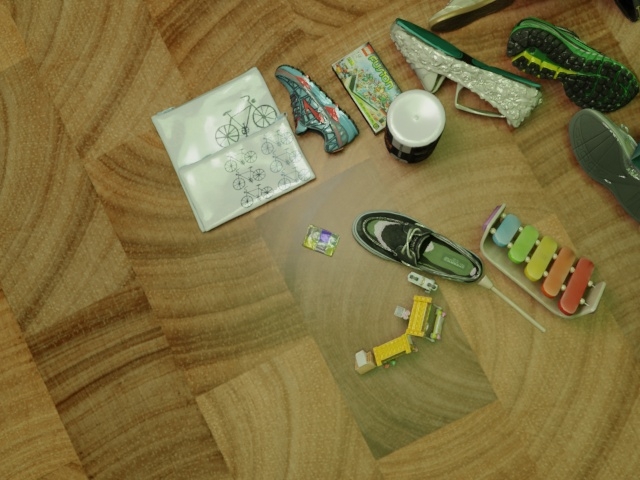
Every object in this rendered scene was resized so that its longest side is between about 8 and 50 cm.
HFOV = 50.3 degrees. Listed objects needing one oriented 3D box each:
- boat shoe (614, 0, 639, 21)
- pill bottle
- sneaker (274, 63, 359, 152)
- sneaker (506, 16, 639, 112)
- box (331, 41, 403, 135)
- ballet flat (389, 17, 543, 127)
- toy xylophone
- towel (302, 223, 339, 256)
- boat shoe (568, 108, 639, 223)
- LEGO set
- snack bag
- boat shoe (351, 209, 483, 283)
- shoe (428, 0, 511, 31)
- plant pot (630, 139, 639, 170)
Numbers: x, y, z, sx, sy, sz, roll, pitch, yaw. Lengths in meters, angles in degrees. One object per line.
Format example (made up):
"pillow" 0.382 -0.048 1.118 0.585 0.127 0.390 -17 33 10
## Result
"boat shoe" 0.708 -0.598 1.599 0.227 0.081 0.069 26 98 -37
"pill bottle" 0.213 -0.252 1.582 0.130 0.246 0.130 0 84 4
"sneaker" -0.032 -0.321 1.681 0.262 0.104 0.125 45 92 7
"sneaker" 0.608 -0.431 1.619 0.343 0.134 0.146 29 47 -8
"box" 0.129 -0.379 1.704 0.114 0.036 0.207 -33 84 2
"ballet flat" 0.332 -0.393 1.646 0.409 0.147 0.147 28 89 6
"toy xylophone" 0.494 0.072 1.569 0.322 0.081 0.236 34 47 1
"towel" 0.000 0.000 1.700 0.083 0.009 0.060 22 87 6
"boat shoe" 0.713 -0.181 1.612 0.103 0.118 0.320 -31 78 -41
"LEGO set" 0.211 0.226 1.640 0.132 0.107 0.287 35 95 41
"snack bag" -0.224 -0.238 1.725 0.323 0.037 0.343 -25 84 3
"boat shoe" 0.235 0.007 1.624 0.335 0.119 0.121 19 88 6
"shoe" 0.362 -0.575 1.684 0.219 0.076 0.058 -21 75 -5
"plant pot" 0.843 -0.239 1.534 0.165 0.166 0.234 39 56 -6
